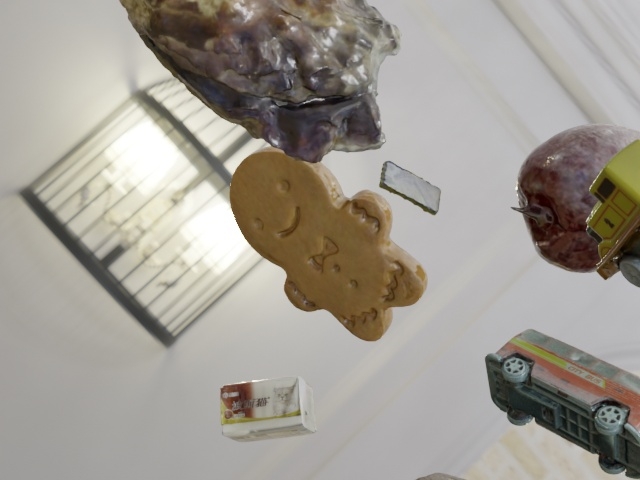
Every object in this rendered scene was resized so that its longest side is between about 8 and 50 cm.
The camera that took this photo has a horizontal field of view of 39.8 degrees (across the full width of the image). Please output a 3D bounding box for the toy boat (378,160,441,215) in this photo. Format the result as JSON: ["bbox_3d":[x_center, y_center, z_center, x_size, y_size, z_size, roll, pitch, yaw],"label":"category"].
[{"bbox_3d":[0.153,-0.090,1.510,0.115,0.063,0.016,28,-44,-15],"label":"toy boat"}]

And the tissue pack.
[{"bbox_3d":[-0.093,0.303,1.586,0.106,0.149,0.099,56,27,-66],"label":"tissue pack"}]

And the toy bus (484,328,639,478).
[{"bbox_3d":[0.371,0.227,1.267,0.265,0.120,0.121,24,-38,42],"label":"toy bus"}]

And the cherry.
[{"bbox_3d":[0.437,-0.073,1.401,0.203,0.301,0.230,-144,-145,-70],"label":"cherry"}]

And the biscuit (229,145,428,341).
[{"bbox_3d":[-0.001,0.001,1.390,0.355,0.052,0.275,45,-49,3],"label":"biscuit"}]

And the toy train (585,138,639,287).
[{"bbox_3d":[0.365,-0.028,1.011,0.127,0.089,0.219,47,-17,18],"label":"toy train"}]

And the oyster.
[{"bbox_3d":[-0.055,-0.206,0.850,0.100,0.271,0.275,115,-38,-60],"label":"oyster"}]

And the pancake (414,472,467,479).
[{"bbox_3d":[0.224,0.497,1.442,0.250,0.250,0.031,47,-48,7],"label":"pancake"}]
